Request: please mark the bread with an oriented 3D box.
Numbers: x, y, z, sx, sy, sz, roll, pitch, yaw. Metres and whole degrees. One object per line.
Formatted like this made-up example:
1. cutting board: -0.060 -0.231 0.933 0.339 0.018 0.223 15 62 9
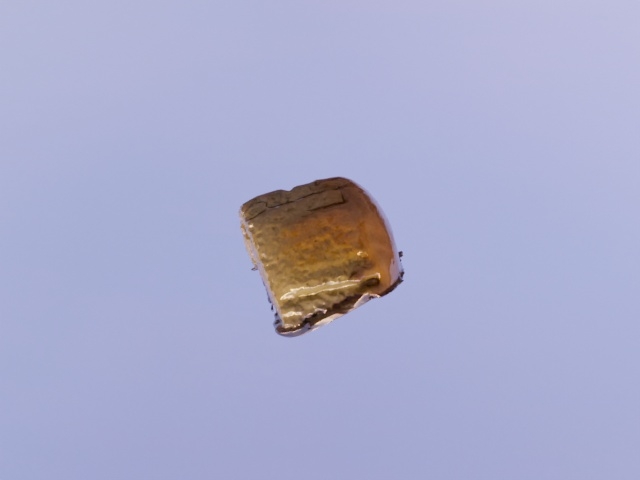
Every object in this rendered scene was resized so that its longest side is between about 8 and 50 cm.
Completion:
1. bread: 0.000 0.000 0.857 0.204 0.163 0.262 -16 -157 -13
